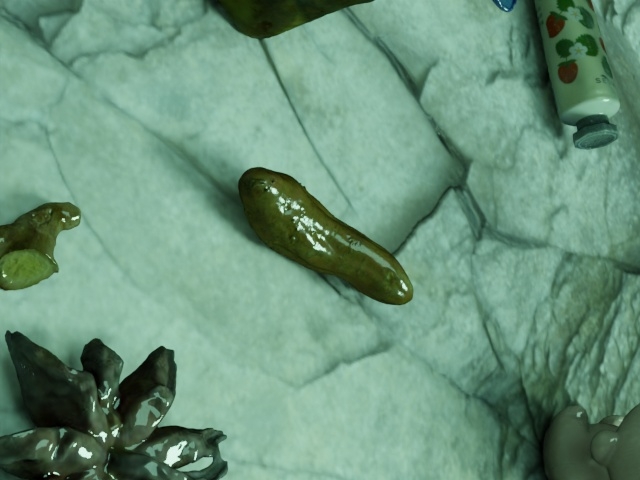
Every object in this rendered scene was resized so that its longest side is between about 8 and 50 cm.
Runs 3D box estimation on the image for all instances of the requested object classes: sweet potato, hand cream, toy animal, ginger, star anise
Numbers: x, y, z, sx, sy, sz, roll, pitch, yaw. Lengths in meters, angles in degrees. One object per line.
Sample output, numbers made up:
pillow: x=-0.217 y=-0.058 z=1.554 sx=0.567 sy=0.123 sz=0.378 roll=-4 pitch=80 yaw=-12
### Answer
sweet potato: x=0.000 y=-0.001 z=1.098 sx=0.182 sy=0.054 sz=0.053 roll=34 pitch=20 yaw=-28
hand cream: x=0.243 y=-0.223 z=1.420 sx=0.095 sy=0.059 sz=0.276 roll=11 pitch=62 yaw=-47
toy animal: x=0.294 y=0.186 z=1.201 sx=0.124 sy=0.212 sz=0.124 roll=9 pitch=75 yaw=-39
ginger: x=-0.188 y=0.004 z=0.932 sx=0.097 sy=0.030 sz=0.048 roll=-25 pitch=91 yaw=-44
star anise: x=-0.138 y=0.142 z=0.903 sx=0.182 sy=0.065 sz=0.195 roll=30 pitch=60 yaw=-31

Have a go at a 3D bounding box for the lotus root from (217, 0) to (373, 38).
lotus root: x=0.034 y=-0.298 z=1.050 sx=0.250 sy=0.346 sz=0.250 roll=9 pitch=76 yaw=-41

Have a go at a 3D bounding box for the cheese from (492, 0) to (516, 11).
cheese: x=0.101 y=-0.330 z=1.309 sx=0.286 sy=0.074 sz=0.189 roll=43 pitch=50 yaw=-28
